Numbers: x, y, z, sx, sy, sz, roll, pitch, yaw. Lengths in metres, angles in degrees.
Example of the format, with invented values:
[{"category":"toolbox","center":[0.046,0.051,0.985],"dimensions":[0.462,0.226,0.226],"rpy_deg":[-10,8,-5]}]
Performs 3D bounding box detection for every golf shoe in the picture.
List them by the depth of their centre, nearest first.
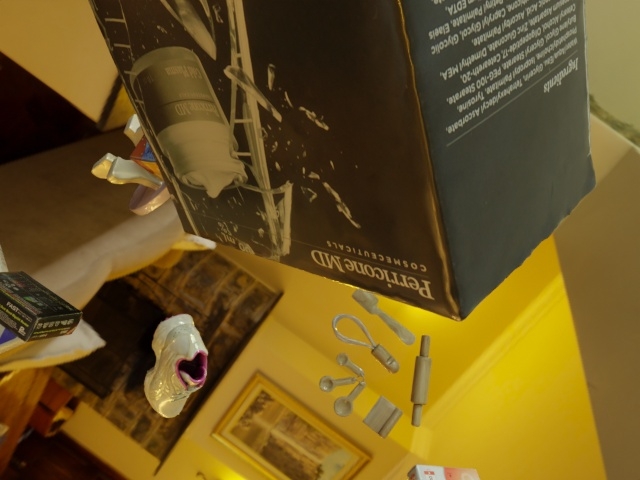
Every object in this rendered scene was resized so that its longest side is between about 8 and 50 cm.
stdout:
[{"category":"golf shoe","center":[-0.332,0.321,1.394],"dimensions":[0.115,0.140,0.306],"rpy_deg":[-17,133,-39]}]

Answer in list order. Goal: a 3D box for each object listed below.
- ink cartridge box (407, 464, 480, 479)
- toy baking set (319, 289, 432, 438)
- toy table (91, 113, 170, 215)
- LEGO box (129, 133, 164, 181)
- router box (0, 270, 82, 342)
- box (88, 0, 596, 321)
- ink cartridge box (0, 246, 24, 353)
[{"category":"ink cartridge box","center":[0.246,0.500,1.083],"dimensions":[0.045,0.145,0.179],"rpy_deg":[-61,-153,31]},{"category":"toy baking set","center":[0.105,0.220,1.078],"dimensions":[0.030,0.196,0.256],"rpy_deg":[100,3,-82]},{"category":"toy table","center":[-0.448,-0.195,1.530],"dimensions":[0.274,0.161,0.252],"rpy_deg":[-38,-145,18]},{"category":"LEGO box","center":[-0.122,-0.203,1.421],"dimensions":[0.193,0.500,0.373],"rpy_deg":[14,-108,47]},{"category":"router box","center":[-0.401,0.087,0.809],"dimensions":[0.038,0.122,0.092],"rpy_deg":[-61,166,4]},{"category":"box","center":[0.000,-0.234,0.655],"dimensions":[0.479,0.472,0.297],"rpy_deg":[14,-138,45]},{"category":"ink cartridge box","center":[-0.594,0.106,0.944],"dimensions":[0.208,0.206,0.045],"rpy_deg":[-22,165,-13]}]
